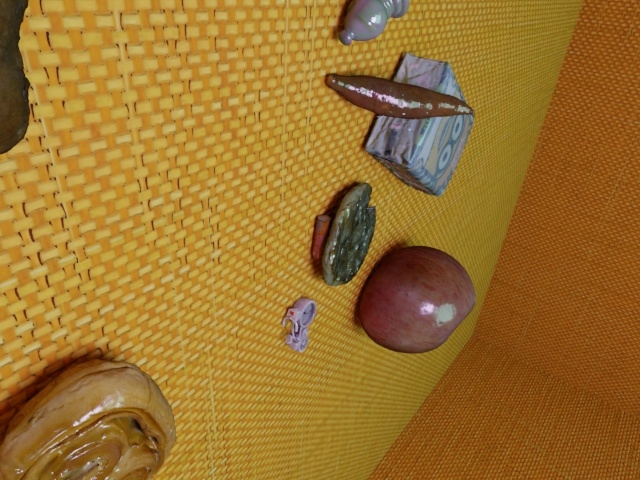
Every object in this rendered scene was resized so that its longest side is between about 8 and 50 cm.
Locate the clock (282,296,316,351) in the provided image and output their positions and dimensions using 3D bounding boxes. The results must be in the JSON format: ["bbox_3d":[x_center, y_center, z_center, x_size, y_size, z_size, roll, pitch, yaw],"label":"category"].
[{"bbox_3d":[-0.048,0.191,1.001,0.087,0.041,0.129,-17,121,-57],"label":"clock"}]

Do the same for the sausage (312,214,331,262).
[{"bbox_3d":[0.000,0.000,0.945,0.031,0.031,0.107,-24,131,-49],"label":"sausage"}]

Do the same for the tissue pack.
[{"bbox_3d":[0.244,-0.249,1.051,0.311,0.128,0.228,18,96,-62],"label":"tissue pack"}]

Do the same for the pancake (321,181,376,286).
[{"bbox_3d":[0.067,-0.008,1.011,0.253,0.037,0.254,-48,149,-42],"label":"pancake"}]

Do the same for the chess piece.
[{"bbox_3d":[0.126,-0.425,0.759,0.272,0.139,0.139,-45,147,-9],"label":"chess piece"}]

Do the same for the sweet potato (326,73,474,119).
[{"bbox_3d":[0.151,-0.259,0.845,0.314,0.066,0.072,8,113,-19],"label":"sweet potato"}]

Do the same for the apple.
[{"bbox_3d":[0.285,0.179,1.290,0.344,0.269,0.345,-39,142,-38],"label":"apple"}]

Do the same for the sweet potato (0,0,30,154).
[{"bbox_3d":[-0.255,-0.184,0.340,0.124,0.098,0.310,15,98,-81],"label":"sweet potato"}]

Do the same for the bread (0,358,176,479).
[{"bbox_3d":[-0.293,0.261,0.586,0.198,0.120,0.236,-43,144,-31],"label":"bread"}]
